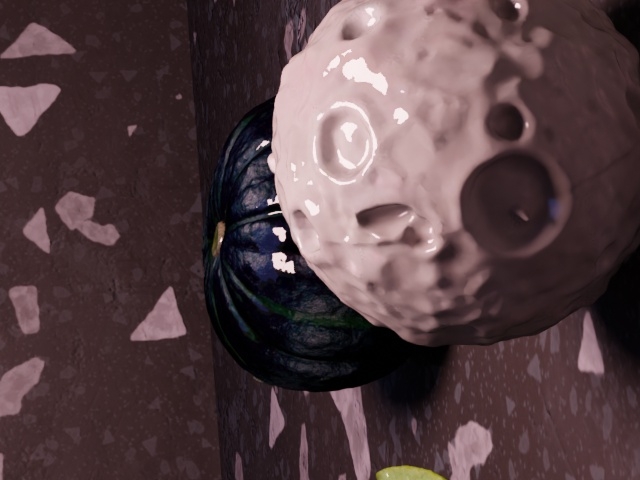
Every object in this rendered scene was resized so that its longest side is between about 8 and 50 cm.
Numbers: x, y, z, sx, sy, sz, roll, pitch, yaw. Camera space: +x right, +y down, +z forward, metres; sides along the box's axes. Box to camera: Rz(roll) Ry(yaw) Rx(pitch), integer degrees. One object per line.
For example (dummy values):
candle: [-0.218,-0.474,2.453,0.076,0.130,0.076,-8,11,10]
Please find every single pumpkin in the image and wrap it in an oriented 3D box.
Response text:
pumpkin: [0.000,0.000,2.117,0.363,0.266,0.363,-178,90,-77]

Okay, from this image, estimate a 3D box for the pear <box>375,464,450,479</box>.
pear: [0.169,0.373,1.799,0.239,0.139,0.288,-12,76,60]

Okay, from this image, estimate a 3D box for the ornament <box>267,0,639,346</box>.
ornament: [0.125,-0.070,1.509,0.337,0.337,0.337,178,90,-75]
